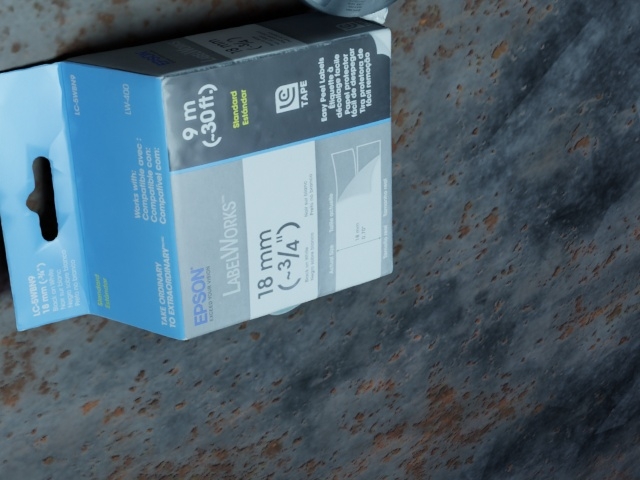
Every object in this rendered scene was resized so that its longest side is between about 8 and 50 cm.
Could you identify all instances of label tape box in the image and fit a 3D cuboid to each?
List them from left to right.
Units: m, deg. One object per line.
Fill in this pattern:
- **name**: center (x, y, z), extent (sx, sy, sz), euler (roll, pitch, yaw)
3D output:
- **label tape box**: center (-0.100, -0.049, 1.094), extent (0.333, 0.106, 0.241), euler (-17, 119, -28)

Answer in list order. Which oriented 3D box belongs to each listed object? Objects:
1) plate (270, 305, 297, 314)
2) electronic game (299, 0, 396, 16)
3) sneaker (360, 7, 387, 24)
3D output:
- **plate**: center (0.000, 0.000, 1.331), extent (0.188, 0.024, 0.188), euler (-43, 162, -17)
- **electronic game**: center (0.029, -0.301, 1.053), extent (0.229, 0.048, 0.229), euler (-15, 112, -42)
- **sneaker**: center (-0.001, -0.254, 1.107), extent (0.190, 0.071, 0.083), euler (10, 103, -51)
